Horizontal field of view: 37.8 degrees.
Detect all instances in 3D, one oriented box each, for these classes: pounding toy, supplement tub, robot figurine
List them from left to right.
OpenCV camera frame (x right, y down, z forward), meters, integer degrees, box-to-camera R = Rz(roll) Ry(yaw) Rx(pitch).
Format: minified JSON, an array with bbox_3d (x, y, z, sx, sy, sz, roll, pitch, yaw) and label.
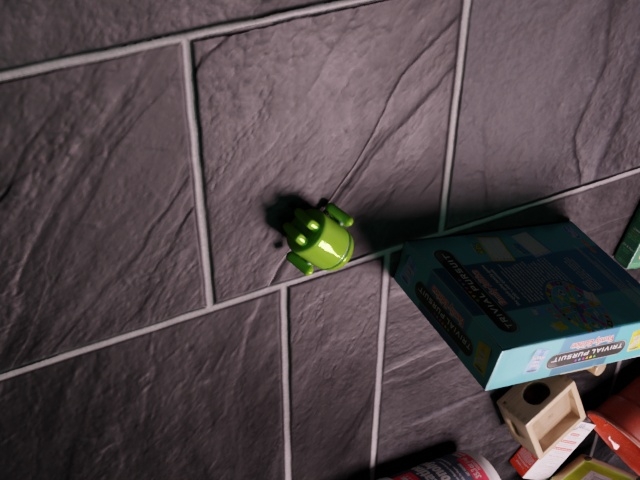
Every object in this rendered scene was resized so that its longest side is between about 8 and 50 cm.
[{"bbox_3d":[0.000,0.000,1.267,0.101,0.067,0.115,-53,135,4],"label":"robot figurine"},{"bbox_3d":[0.197,0.515,1.732,0.272,0.191,0.191,-13,131,-24],"label":"supplement tub"},{"bbox_3d":[0.438,0.277,1.771,0.206,0.094,0.181,-39,132,-12],"label":"pounding toy"}]

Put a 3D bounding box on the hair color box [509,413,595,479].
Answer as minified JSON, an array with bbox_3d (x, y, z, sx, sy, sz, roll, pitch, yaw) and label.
[{"bbox_3d":[0.481,0.420,1.939,0.093,0.053,0.167,20,114,-42],"label":"hair color box"}]

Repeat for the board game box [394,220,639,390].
[{"bbox_3d":[0.320,0.087,1.412,0.336,0.254,0.079,-7,129,-28],"label":"board game box"}]

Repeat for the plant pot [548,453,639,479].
[{"bbox_3d":[0.577,0.595,1.973,0.228,0.227,0.207,-24,118,-38],"label":"plant pot"}]

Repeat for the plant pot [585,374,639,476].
[{"bbox_3d":[0.740,0.359,1.923,0.265,0.272,0.272,-44,137,-5],"label":"plant pot"}]

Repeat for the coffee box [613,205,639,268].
[{"bbox_3d":[0.602,-0.037,1.645,0.113,0.040,0.184,-6,128,-30],"label":"coffee box"}]
